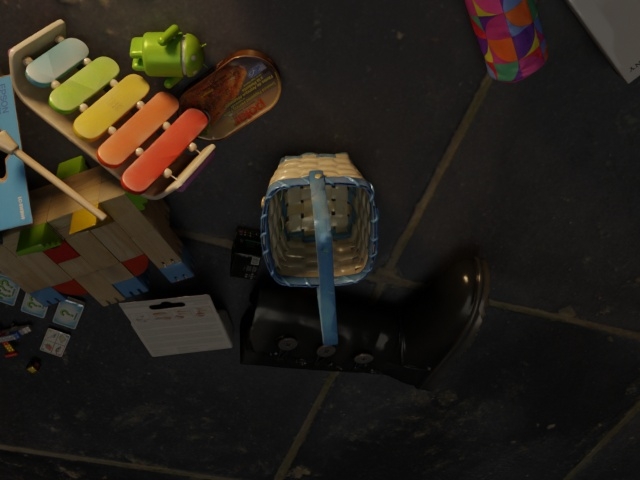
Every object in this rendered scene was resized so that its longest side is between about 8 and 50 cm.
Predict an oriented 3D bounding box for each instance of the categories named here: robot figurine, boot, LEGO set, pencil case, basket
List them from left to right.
[{"bbox_3d":[-0.620,0.192,1.374,0.183,0.060,0.244,24,123,-16],"label":"LEGO set"},{"bbox_3d":[-0.233,-0.287,1.015,0.115,0.067,0.101,0,145,-6],"label":"robot figurine"},{"bbox_3d":[0.000,0.000,1.113,0.201,0.289,0.254,-6,125,-6],"label":"basket"},{"bbox_3d":[0.077,0.146,1.342,0.446,0.146,0.367,13,124,-8],"label":"boot"},{"bbox_3d":[0.266,-0.355,0.979,0.105,0.104,0.236,-22,125,13],"label":"pencil case"}]

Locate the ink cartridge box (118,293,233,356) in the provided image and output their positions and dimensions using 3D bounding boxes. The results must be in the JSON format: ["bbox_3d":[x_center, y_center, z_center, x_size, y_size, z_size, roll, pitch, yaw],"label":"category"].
[{"bbox_3d":[-0.287,0.158,1.338,0.181,0.056,0.224,-6,142,2],"label":"ink cartridge box"}]

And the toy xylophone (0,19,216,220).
[{"bbox_3d":[-0.327,-0.168,0.985,0.323,0.236,0.081,33,140,-14],"label":"toy xylophone"}]

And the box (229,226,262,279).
[{"bbox_3d":[-0.142,0.024,1.254,0.052,0.083,0.062,10,126,-13],"label":"box"}]

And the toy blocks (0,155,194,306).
[{"bbox_3d":[-0.409,0.011,1.190,0.382,0.190,0.261,-18,138,9],"label":"toy blocks"}]

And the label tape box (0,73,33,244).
[{"bbox_3d":[-0.595,-0.099,1.032,0.334,0.106,0.240,-11,84,5],"label":"label tape box"}]

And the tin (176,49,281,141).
[{"bbox_3d":[-0.150,-0.236,1.081,0.190,0.040,0.106,-29,120,18],"label":"tin"}]

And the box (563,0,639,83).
[{"bbox_3d":[0.460,-0.418,0.950,0.232,0.058,0.322,-39,117,24],"label":"box"}]
